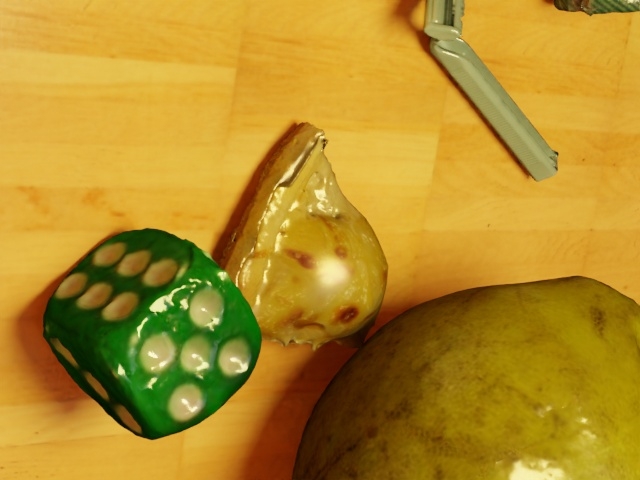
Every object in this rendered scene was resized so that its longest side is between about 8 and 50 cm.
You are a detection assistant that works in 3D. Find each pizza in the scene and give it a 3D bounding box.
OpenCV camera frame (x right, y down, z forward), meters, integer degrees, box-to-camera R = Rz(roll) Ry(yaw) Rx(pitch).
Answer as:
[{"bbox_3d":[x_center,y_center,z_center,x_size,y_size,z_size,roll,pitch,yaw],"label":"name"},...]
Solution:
[{"bbox_3d":[0.004,0.007,1.314,0.188,0.080,0.204,15,93,-42],"label":"pizza"}]

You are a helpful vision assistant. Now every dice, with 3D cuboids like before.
[{"bbox_3d":[-0.135,0.071,1.185,0.131,0.128,0.120,-42,126,-21],"label":"dice"}]

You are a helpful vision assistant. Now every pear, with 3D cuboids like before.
[{"bbox_3d":[0.141,0.216,1.330,0.413,0.352,0.352,-50,129,-10],"label":"pear"}]

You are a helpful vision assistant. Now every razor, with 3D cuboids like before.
[{"bbox_3d":[0.157,-0.148,1.413,0.278,0.056,0.111,53,34,-44],"label":"razor"}]

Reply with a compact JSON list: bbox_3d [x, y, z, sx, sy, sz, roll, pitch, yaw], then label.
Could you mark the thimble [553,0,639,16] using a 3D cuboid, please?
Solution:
[{"bbox_3d":[0.293,-0.266,1.439,0.135,0.118,0.090,-7,105,-21],"label":"thimble"}]
